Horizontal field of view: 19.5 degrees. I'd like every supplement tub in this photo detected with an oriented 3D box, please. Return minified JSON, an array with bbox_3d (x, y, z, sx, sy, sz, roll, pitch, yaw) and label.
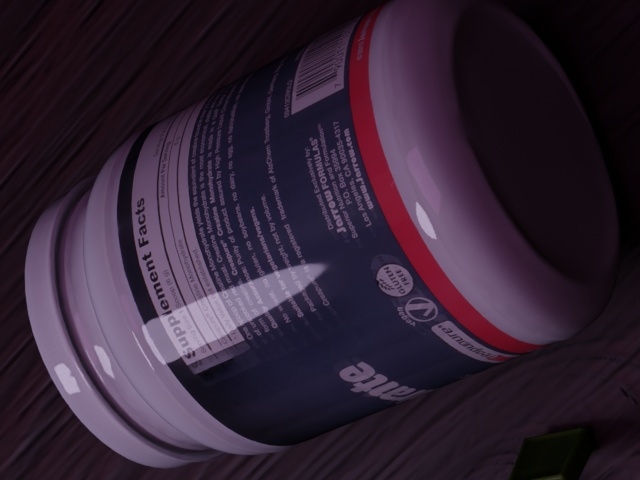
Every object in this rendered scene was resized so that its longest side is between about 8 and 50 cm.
[{"bbox_3d":[0.000,0.000,0.974,0.272,0.191,0.191,-25,80,31],"label":"supplement tub"}]

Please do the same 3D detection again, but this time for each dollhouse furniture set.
[{"bbox_3d":[0.139,0.182,0.996,0.076,0.058,0.151,-15,104,24],"label":"dollhouse furniture set"}]
